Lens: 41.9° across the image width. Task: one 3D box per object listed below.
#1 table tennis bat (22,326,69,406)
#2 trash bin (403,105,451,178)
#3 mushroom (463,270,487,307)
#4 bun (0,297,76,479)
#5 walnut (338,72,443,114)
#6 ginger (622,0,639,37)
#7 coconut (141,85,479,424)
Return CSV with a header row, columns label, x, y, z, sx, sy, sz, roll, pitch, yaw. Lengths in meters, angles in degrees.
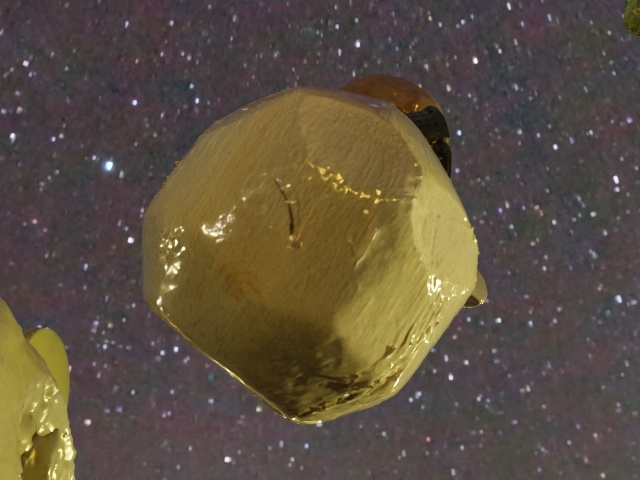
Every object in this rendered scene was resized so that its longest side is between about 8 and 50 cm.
label,x,y,z,sx,sy,sz,roll,pitch,yaw
table tennis bat,-0.432,0.214,1.176,0.054,0.224,0.369,4,-23,5
trash bin,0.102,-0.126,1.310,0.160,0.176,0.175,0,-43,-12
mushroom,0.177,0.042,1.654,0.350,0.128,0.128,22,-26,42
bun,-0.300,0.105,0.450,0.364,0.202,0.364,-1,-36,-1
walnut,0.127,-0.205,1.630,0.256,0.257,0.225,13,-70,-13
ginger,0.624,-0.337,1.359,0.289,0.137,0.089,11,-63,-14
coconut,0.000,0.000,0.930,0.360,0.346,0.346,-52,-52,-10
